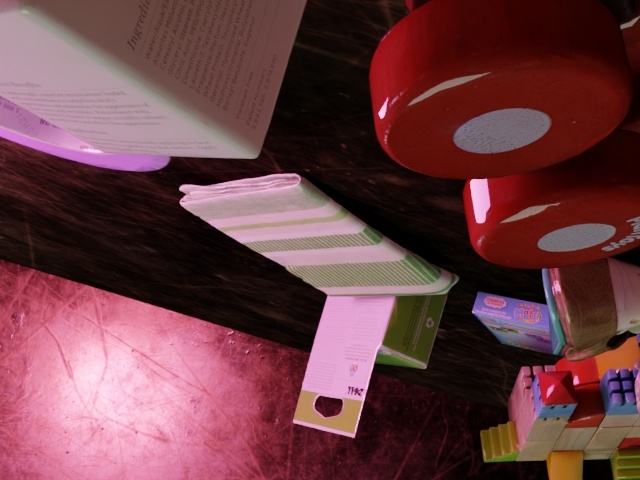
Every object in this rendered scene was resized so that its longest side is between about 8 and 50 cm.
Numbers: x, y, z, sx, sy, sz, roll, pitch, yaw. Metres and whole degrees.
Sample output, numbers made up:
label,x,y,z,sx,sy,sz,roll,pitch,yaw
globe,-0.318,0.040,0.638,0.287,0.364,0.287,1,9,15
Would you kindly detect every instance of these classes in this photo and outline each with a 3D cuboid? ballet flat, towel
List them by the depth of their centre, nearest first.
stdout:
label,x,y,z,sx,sy,sz,roll,pitch,yaw
ballet flat,0.322,0.077,1.137,0.124,0.116,0.342,-7,162,13
towel,0.000,0.000,1.310,0.247,0.038,0.325,-3,153,46

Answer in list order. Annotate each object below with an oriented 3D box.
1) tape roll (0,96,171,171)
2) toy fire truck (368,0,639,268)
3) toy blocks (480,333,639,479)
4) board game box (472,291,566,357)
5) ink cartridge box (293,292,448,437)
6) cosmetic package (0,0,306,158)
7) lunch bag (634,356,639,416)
label,x,y,z,sx,sy,sz,roll,pitch,yaw
tape roll,-0.253,-0.155,0.890,0.274,0.090,0.275,16,167,4
toy fire truck,0.156,-0.118,0.424,0.253,0.169,0.302,-15,156,21
toy blocks,0.435,0.226,1.422,0.381,0.191,0.261,-2,150,0
board game box,0.331,0.134,1.491,0.160,0.039,0.211,10,166,25
ink cartridge box,0.071,0.173,1.502,0.097,0.255,0.188,23,166,-28
cosmetic package,-0.125,-0.152,0.584,0.151,0.152,0.183,6,164,38
lunch bag,0.526,0.225,1.103,0.256,0.213,0.305,26,-177,-32
